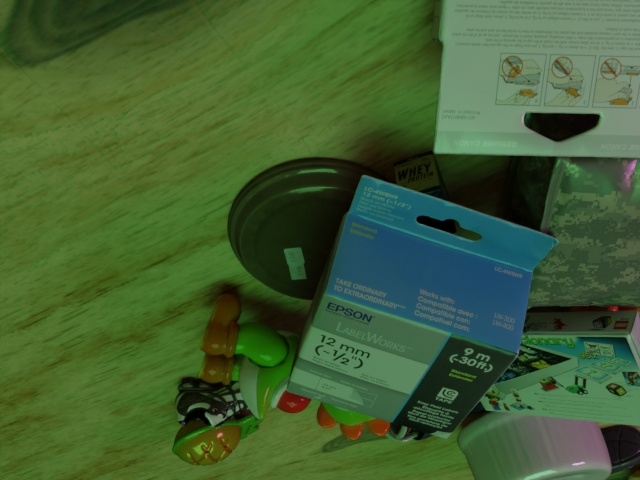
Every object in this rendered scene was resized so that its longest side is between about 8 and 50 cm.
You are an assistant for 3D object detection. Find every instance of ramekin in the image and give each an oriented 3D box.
[{"bbox_3d":[0.418,0.417,1.228,0.278,0.135,0.277,-7,144,-6],"label":"ramekin"}]

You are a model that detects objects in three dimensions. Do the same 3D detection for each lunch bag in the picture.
[{"bbox_3d":[0.369,-0.027,0.825,0.236,0.168,0.286,0,129,0],"label":"lunch bag"}]

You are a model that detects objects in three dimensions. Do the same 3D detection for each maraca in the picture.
[{"bbox_3d":[-0.207,0.393,1.276,0.186,0.099,0.127,-8,147,-27],"label":"maraca"}]

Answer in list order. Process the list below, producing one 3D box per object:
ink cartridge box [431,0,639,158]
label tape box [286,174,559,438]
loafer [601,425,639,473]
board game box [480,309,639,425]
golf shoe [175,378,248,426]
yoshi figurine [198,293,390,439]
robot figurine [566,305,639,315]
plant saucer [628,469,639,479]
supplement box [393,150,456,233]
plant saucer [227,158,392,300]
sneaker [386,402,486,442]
[{"bbox_3d":[0.256,-0.211,0.663,0.276,0.060,0.238,1,110,-1],"label":"ink cartridge box"},{"bbox_3d":[0.115,0.106,0.827,0.249,0.115,0.347,18,137,-2],"label":"label tape box"},{"bbox_3d":[0.544,0.484,1.355,0.303,0.109,0.095,-20,134,14],"label":"loafer"},{"bbox_3d":[0.365,0.200,0.998,0.305,0.053,0.192,-8,122,45],"label":"board game box"},{"bbox_3d":[-0.176,0.314,1.199,0.198,0.093,0.077,-4,132,2],"label":"golf shoe"},{"bbox_3d":[-0.008,0.187,1.061,0.363,0.203,0.202,17,97,0],"label":"yoshi figurine"},{"bbox_3d":[0.454,0.157,1.027,0.158,0.128,0.219,-27,138,-23],"label":"robot figurine"},{"bbox_3d":[0.902,0.606,1.403,0.333,0.081,0.332,-9,124,38],"label":"plant saucer"},{"bbox_3d":[0.140,-0.058,0.851,0.056,0.083,0.083,-17,131,15],"label":"supplement box"},{"bbox_3d":[0.000,0.000,0.939,0.278,0.041,0.277,0,134,0],"label":"plant saucer"},{"bbox_3d":[0.196,0.307,1.172,0.322,0.127,0.126,6,132,-7],"label":"sneaker"}]
